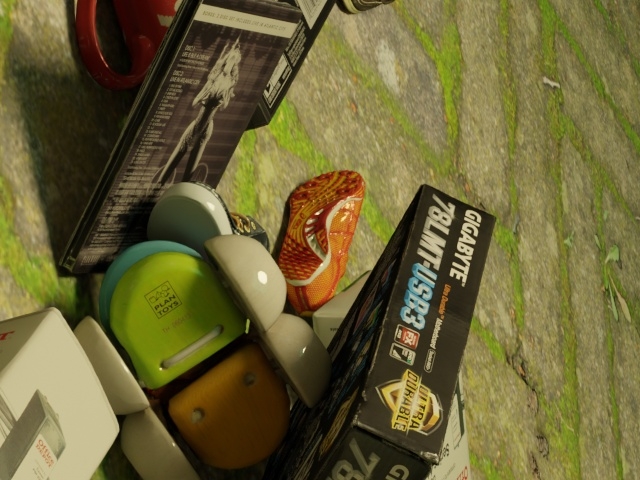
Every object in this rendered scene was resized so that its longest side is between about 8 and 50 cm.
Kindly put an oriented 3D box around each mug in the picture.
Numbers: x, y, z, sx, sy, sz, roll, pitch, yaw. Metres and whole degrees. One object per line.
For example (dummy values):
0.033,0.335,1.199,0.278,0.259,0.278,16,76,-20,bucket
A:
-0.118,-0.193,1.528,0.169,0.113,0.150,71,21,-3,mug

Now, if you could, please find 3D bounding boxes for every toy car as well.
-0.094,0.074,1.414,0.182,0.159,0.136,60,-7,-32,toy car

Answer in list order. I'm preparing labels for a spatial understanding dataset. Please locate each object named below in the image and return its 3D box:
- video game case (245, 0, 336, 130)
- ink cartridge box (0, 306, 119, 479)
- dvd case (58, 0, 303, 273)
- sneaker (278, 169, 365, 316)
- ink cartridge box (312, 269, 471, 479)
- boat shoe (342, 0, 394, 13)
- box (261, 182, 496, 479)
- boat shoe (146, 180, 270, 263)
-0.072,-0.268,1.772,0.248,0.035,0.275,65,26,-25,video game case
-0.219,0.137,1.033,0.092,0.158,0.218,67,24,-19,ink cartridge box
-0.099,-0.078,1.440,0.221,0.018,0.164,-63,160,12,dvd case
0.000,0.000,1.767,0.175,0.064,0.067,-66,152,-46,sneaker
0.066,0.143,1.732,0.153,0.087,0.208,-38,124,-66,ink cartridge box
0.059,-0.270,2.055,0.152,0.049,0.056,-40,114,-65,boat shoe
0.018,0.150,1.451,0.073,0.295,0.293,26,35,-5,box
-0.081,-0.004,1.486,0.183,0.065,0.083,89,24,-55,boat shoe
